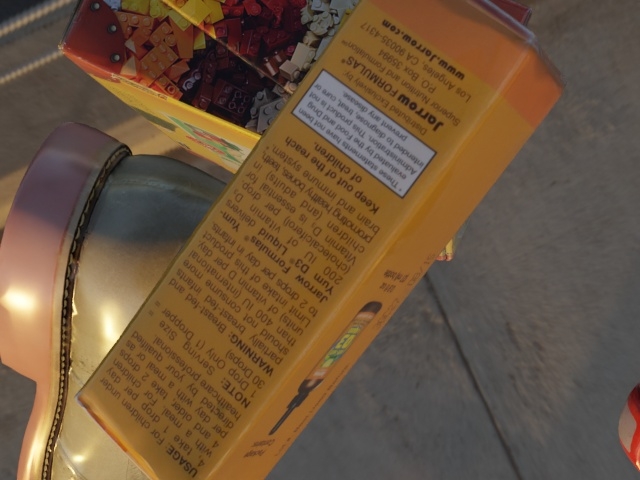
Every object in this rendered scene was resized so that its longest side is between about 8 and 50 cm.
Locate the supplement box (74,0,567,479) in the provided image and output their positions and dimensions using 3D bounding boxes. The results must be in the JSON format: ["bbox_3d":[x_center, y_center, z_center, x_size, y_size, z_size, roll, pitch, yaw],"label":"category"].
[{"bbox_3d":[0.000,0.000,0.496,0.080,0.078,0.233,38,97,21],"label":"supplement box"}]

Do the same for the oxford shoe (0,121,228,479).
[{"bbox_3d":[-0.095,0.099,0.713,0.146,0.397,0.140,15,57,5],"label":"oxford shoe"}]

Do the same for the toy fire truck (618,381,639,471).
[{"bbox_3d":[0.243,0.152,0.667,0.192,0.047,0.135,23,116,-7],"label":"toy fire truck"}]

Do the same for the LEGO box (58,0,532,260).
[{"bbox_3d":[0.002,-0.153,1.235,0.372,0.500,0.193,23,87,8],"label":"LEGO box"}]
